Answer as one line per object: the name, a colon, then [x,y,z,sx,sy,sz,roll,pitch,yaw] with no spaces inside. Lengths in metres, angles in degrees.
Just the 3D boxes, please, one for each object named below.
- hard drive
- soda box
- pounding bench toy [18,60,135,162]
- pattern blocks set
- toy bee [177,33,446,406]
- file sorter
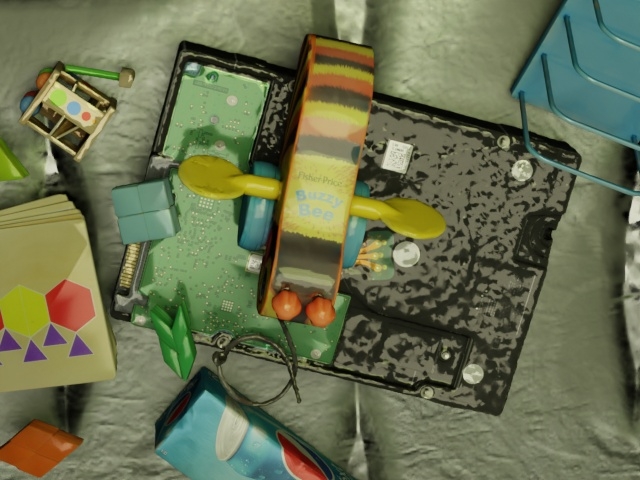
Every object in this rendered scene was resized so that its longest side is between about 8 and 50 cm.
hard drive: [0.018,-0.008,1.505,0.339,0.064,0.237,13,102,-9]
soda box: [-0.038,0.201,1.550,0.210,0.067,0.071,38,98,-13]
pounding bench toy: [-0.195,-0.118,1.465,0.065,0.052,0.083,35,98,-11]
pattern blocks set: [-0.259,0.052,1.480,0.324,0.026,0.285,1,104,11]
toy bee: [0.000,0.000,1.392,0.195,0.162,0.298,-10,104,-4]
file sorter: [0.243,-0.137,1.439,0.118,0.104,0.170,20,124,-14]
